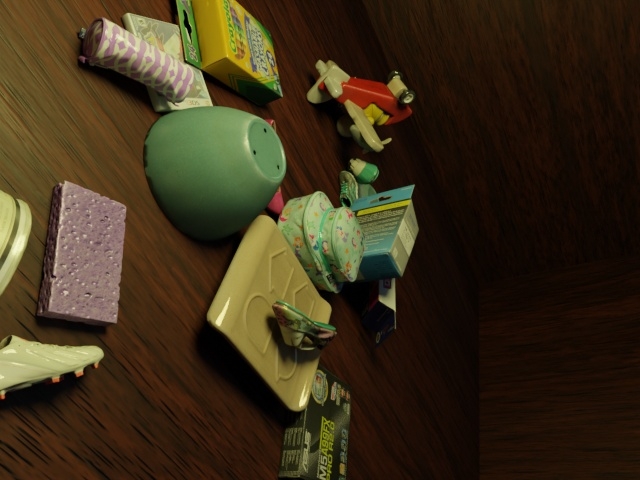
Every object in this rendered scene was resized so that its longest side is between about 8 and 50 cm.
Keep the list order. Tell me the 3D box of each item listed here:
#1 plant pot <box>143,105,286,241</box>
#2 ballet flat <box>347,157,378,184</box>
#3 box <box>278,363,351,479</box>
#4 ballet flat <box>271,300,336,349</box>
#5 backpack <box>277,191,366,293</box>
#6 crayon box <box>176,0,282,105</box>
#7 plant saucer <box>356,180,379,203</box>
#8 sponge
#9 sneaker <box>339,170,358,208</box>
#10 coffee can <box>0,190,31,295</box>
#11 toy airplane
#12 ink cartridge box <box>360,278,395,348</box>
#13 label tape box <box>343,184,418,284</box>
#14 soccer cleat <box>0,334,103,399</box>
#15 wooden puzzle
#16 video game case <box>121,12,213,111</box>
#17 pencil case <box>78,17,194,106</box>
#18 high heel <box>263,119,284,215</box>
[{"bbox_3d":[-0.189,-0.160,1.014,0.290,0.195,0.290,37,46,-50],"label":"plant pot"},{"bbox_3d":[0.140,-0.256,1.741,0.087,0.083,0.247,36,6,-13],"label":"ballet flat"},{"bbox_3d":[-0.004,0.460,1.186,0.216,0.060,0.270,48,37,-42],"label":"box"},{"bbox_3d":[-0.039,0.202,1.070,0.221,0.077,0.079,37,73,-51],"label":"ballet flat"},{"bbox_3d":[0.000,0.000,1.298,0.253,0.191,0.225,55,37,-29],"label":"backpack"},{"bbox_3d":[-0.221,-0.496,1.225,0.323,0.083,0.203,8,68,-65],"label":"crayon box"},{"bbox_3d":[0.196,-0.156,1.908,0.195,0.037,0.195,37,46,-49],"label":"plant saucer"},{"bbox_3d":[-0.370,0.022,0.760,0.117,0.031,0.210,28,51,-55],"label":"sponge"},{"bbox_3d":[0.096,-0.166,1.702,0.076,0.065,0.166,-13,85,-58],"label":"sneaker"},{"bbox_3d":[-0.456,-0.025,0.435,0.275,0.202,0.201,43,41,-46],"label":"coffee can"},{"bbox_3d":[0.117,-0.488,1.743,0.384,0.272,0.386,33,43,3],"label":"toy airplane"},{"bbox_3d":[0.192,0.153,1.600,0.069,0.175,0.370,10,55,-11],"label":"ink cartridge box"},{"bbox_3d":[0.176,-0.018,1.527,0.106,0.241,0.333,58,40,-27],"label":"label tape box"},{"bbox_3d":[-0.379,0.158,0.637,0.196,0.068,0.076,-4,77,-59],"label":"soccer cleat"},{"bbox_3d":[-0.111,0.167,1.103,0.348,0.081,0.322,56,34,-34],"label":"wooden puzzle"},{"bbox_3d":[-0.327,-0.381,1.058,0.183,0.023,0.201,-29,102,-62],"label":"video game case"},{"bbox_3d":[-0.343,-0.335,0.914,0.206,0.086,0.088,17,98,-46],"label":"pencil case"},{"bbox_3d":[-0.122,-0.184,1.236,0.244,0.117,0.082,68,28,-12],"label":"high heel"}]
